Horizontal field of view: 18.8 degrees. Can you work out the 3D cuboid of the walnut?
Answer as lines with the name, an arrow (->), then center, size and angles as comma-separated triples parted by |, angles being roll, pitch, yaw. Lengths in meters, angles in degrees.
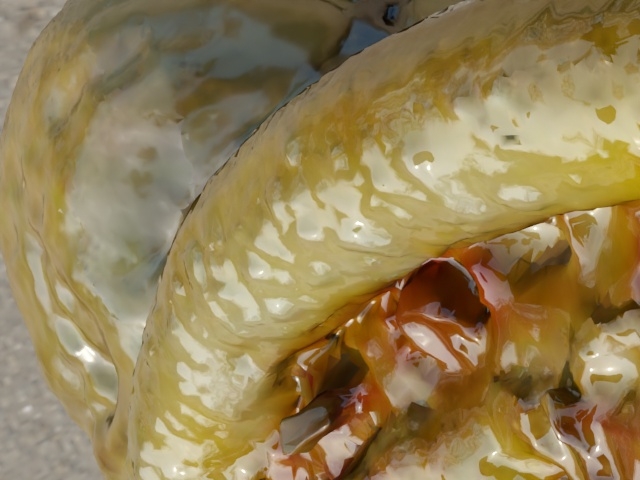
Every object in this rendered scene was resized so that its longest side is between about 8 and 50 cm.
walnut -> -0.001, 0.003, 0.912 | 0.306, 0.306, 0.344 | 34, 152, 14

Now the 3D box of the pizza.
pizza -> 0.050, 0.039, 0.445 | 0.365, 0.074, 0.182 | -27, 94, 53
